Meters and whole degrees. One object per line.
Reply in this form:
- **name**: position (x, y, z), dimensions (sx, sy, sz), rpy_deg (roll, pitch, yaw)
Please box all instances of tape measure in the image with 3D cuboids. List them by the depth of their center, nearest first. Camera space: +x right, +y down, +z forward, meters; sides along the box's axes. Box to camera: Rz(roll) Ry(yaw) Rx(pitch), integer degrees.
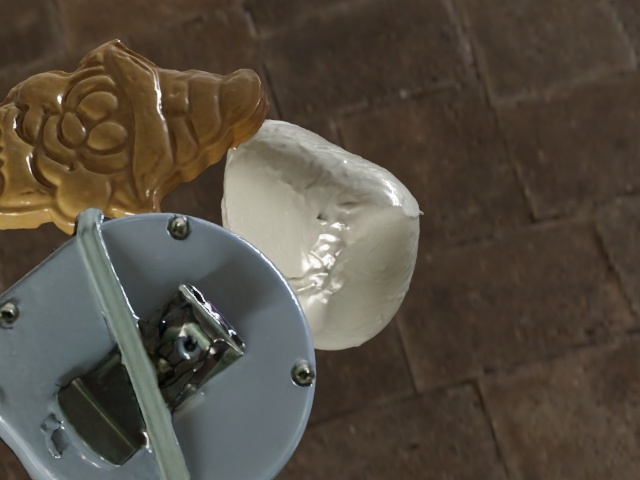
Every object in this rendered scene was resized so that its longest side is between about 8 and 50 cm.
- **tape measure**: position (-0.094, 0.073, 1.040), dimensions (0.182, 0.107, 0.181), rpy_deg (42, 77, 2)

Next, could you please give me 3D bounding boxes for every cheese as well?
- **cheese**: position (0.000, 0.000, 1.715), dimensions (0.154, 0.189, 0.198), rpy_deg (-10, 29, -41)

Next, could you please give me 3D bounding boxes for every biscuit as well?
- **biscuit**: position (-0.153, -0.062, 1.223), dimensions (0.250, 0.035, 0.162), rpy_deg (-21, 46, -9)
